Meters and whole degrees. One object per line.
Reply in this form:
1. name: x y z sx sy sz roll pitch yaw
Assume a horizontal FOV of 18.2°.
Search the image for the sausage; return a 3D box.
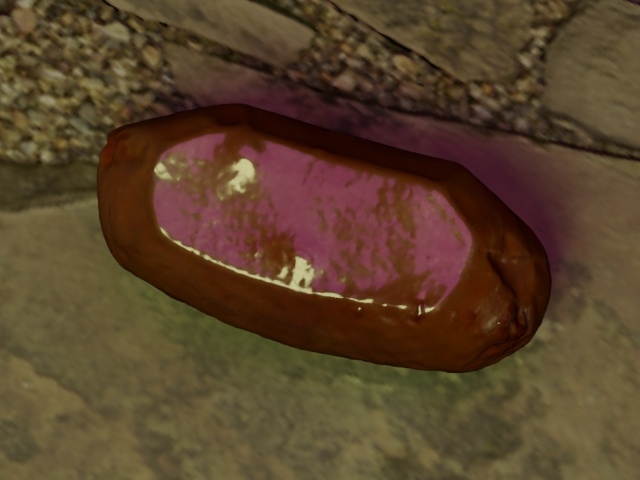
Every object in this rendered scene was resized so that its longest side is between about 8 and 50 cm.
1. sausage: 0.000 0.001 1.101 0.258 0.133 0.133 15 69 7
